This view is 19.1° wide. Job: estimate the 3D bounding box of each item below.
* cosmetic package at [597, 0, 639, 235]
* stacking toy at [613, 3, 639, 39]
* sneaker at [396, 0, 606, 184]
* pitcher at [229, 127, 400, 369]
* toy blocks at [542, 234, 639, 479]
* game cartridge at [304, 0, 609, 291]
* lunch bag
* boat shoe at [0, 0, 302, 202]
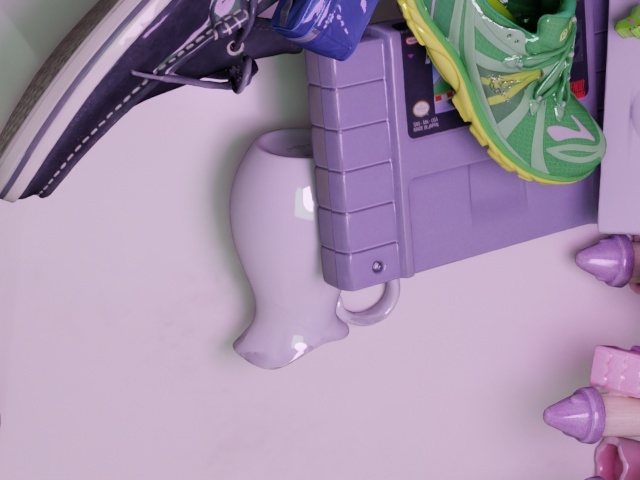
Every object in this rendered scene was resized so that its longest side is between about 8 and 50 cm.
[{"bbox_3d":[0.387,-0.111,1.742,0.225,0.138,0.224,4,92,28],"label":"cosmetic package"},{"bbox_3d":[0.318,-0.243,1.593,0.221,0.052,0.167,-23,146,26],"label":"stacking toy"},{"bbox_3d":[0.172,-0.157,1.623,0.123,0.109,0.295,-16,130,33],"label":"sneaker"},{"bbox_3d":[0.000,0.000,1.778,0.178,0.125,0.207,-14,118,-31],"label":"pitcher"},{"bbox_3d":[0.332,0.151,1.781,0.260,0.309,0.288,3,103,-20],"label":"toy blocks"},{"bbox_3d":[0.150,-0.103,1.742,0.355,0.068,0.230,-15,113,-33],"label":"game cartridge"},{"bbox_3d":[0.005,-0.205,1.573,0.065,0.067,0.098,26,88,-28],"label":"lunch bag"},{"bbox_3d":[-0.092,-0.201,1.663,0.500,0.187,0.156,-45,105,-5],"label":"boat shoe"}]
